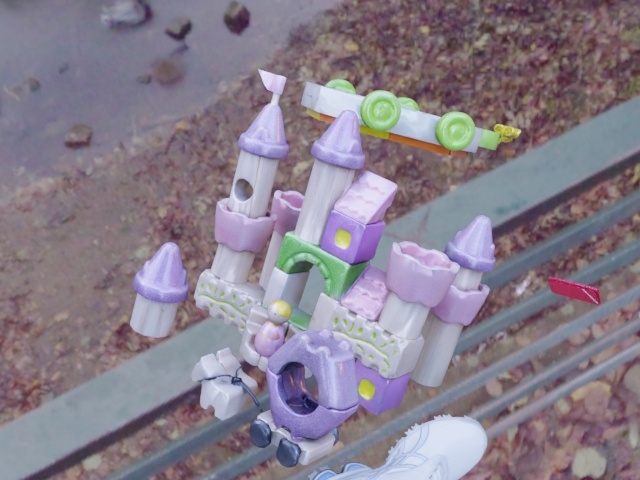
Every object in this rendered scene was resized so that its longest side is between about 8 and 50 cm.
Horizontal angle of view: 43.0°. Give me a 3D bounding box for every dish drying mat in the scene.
[{"bbox_3d":[0.385,0.077,1.231,0.083,0.032,0.008,15,48,46],"label":"dish drying mat"}]

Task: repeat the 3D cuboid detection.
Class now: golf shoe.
[{"bbox_3d":[0.079,0.209,0.684,0.176,0.069,0.086,-21,19,-19],"label":"golf shoe"}]

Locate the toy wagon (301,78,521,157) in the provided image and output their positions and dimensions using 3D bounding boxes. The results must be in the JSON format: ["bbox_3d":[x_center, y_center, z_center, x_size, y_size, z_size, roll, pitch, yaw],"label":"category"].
[{"bbox_3d":[0.148,-0.185,1.269,0.344,0.267,0.068,13,102,-15],"label":"toy wagon"}]

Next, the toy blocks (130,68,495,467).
[{"bbox_3d":[0.000,0.000,0.788,0.288,0.309,0.260,28,110,28],"label":"toy blocks"}]
